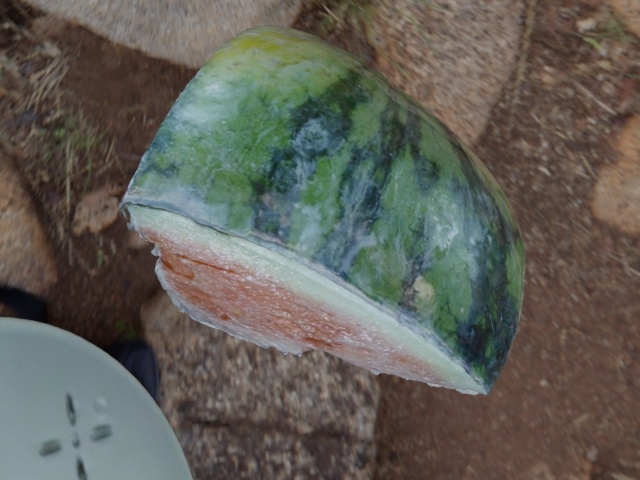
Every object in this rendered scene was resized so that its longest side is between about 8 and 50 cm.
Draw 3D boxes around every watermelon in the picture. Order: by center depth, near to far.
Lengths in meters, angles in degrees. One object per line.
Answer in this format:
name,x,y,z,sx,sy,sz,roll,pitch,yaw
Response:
watermelon,0.000,0.000,0.897,0.262,0.213,0.201,32,139,-9

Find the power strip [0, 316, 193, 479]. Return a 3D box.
power strip,-0.247,0.234,0.892,0.161,0.357,0.357,-11,113,42
